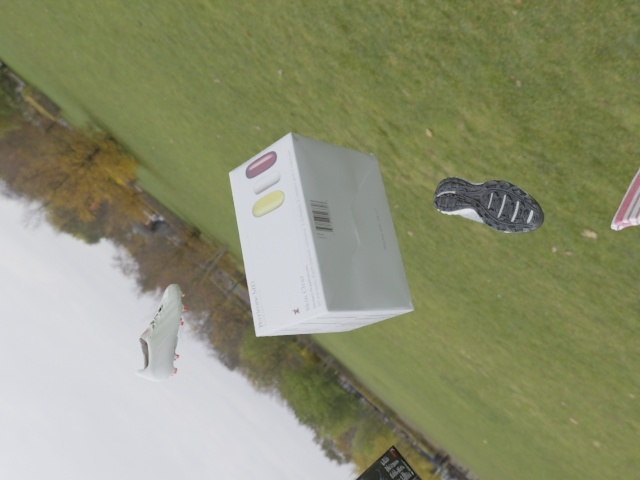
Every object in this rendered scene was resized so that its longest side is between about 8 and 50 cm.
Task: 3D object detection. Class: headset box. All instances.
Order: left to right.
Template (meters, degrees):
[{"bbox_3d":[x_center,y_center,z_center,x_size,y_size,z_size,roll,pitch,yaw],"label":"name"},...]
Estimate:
[{"bbox_3d":[0.051,0.226,0.507,0.032,0.083,0.062,50,173,-11],"label":"headset box"}]

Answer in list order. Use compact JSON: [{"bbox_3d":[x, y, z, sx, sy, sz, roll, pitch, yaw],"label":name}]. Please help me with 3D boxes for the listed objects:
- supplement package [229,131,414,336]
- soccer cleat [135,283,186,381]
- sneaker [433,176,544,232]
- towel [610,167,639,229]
[{"bbox_3d":[0.000,0.000,0.900,0.204,0.145,0.261,6,-114,-47],"label":"supplement package"},{"bbox_3d":[-0.305,0.170,1.130,0.076,0.196,0.068,13,150,-23],"label":"soccer cleat"},{"bbox_3d":[0.368,-0.078,1.263,0.108,0.100,0.272,12,-172,-34],"label":"sneaker"},{"bbox_3d":[0.537,-0.083,0.876,0.029,0.144,0.197,43,158,-10],"label":"towel"}]
